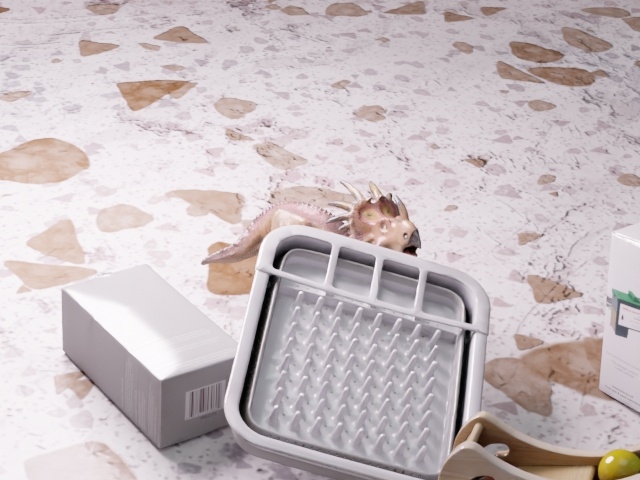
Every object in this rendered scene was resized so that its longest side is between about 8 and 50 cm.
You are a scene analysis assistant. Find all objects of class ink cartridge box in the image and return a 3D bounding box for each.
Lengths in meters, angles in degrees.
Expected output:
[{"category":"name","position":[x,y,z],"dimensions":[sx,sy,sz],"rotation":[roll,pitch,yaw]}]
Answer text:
[{"category":"ink cartridge box","position":[0.430,0.080,1.757],"dimensions":[0.160,0.219,0.092],"rotation":[-16,28,-33]}]

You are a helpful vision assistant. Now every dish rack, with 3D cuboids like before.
[{"category":"dish rack","position":[0.042,0.145,1.654],"dimensions":[0.285,0.072,0.333],"rotation":[16,45,-5]}]

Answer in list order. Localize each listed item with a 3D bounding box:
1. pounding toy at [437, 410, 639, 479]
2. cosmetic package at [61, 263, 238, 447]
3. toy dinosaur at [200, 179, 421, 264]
[{"category":"pounding toy","position":[0.213,0.235,1.446],"dimensions":[0.269,0.154,0.155],"rotation":[-11,18,23]},{"category":"cosmetic package","position":[-0.200,0.131,1.714],"dimensions":[0.127,0.107,0.238],"rotation":[-15,32,-32]},{"category":"toy dinosaur","position":[0.000,0.000,1.865],"dimensions":[0.295,0.200,0.127],"rotation":[13,31,15]}]
